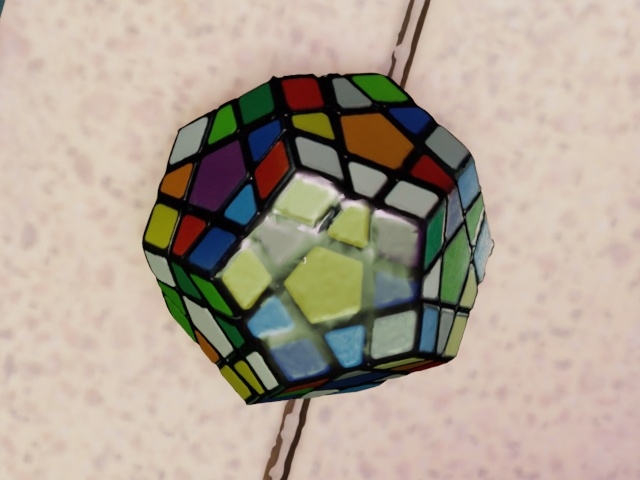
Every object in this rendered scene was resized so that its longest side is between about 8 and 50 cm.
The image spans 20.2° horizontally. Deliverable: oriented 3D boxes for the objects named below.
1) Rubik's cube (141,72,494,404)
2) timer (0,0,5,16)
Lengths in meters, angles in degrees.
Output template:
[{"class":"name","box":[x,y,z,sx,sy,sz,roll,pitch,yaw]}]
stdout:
[{"class":"Rubik's cube","box":[0.000,0.000,0.672,0.133,0.133,0.112,-13,78,3]},{"class":"timer","box":[-0.224,-0.137,0.665,0.232,0.091,0.250,18,117,-6]}]
